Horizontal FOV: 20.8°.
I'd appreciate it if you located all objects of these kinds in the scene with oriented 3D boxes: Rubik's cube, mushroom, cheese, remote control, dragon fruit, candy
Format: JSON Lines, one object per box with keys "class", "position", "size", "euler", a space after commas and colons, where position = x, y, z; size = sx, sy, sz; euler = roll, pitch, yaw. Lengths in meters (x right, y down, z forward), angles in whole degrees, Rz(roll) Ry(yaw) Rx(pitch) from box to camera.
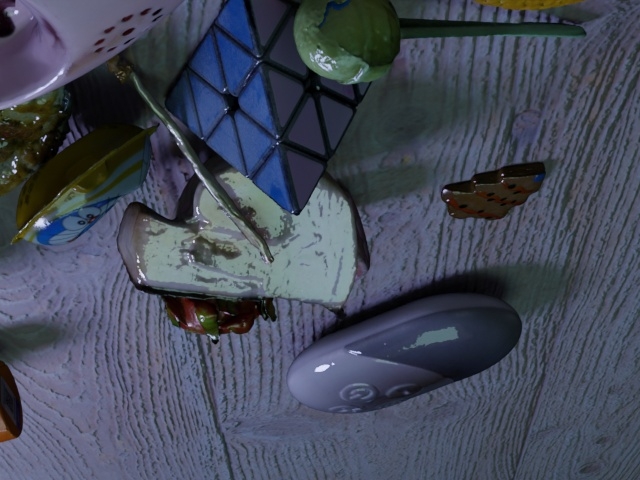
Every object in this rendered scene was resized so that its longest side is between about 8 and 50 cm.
{"class": "Rubik's cube", "position": [-0.045, -0.114, 1.542], "size": [0.211, 0.178, 0.190], "euler": [-15, 154, 6]}
{"class": "mushroom", "position": [-0.080, -0.044, 1.775], "size": [0.236, 0.162, 0.173], "euler": [7, 117, -17]}
{"class": "mushroom", "position": [-0.118, -0.075, 1.641], "size": [0.026, 0.028, 0.286], "euler": [-5, 137, 35]}
{"class": "cheese", "position": [-0.227, -0.050, 1.664], "size": [0.177, 0.069, 0.270], "euler": [-40, -177, -12]}
{"class": "remote control", "position": [0.109, 0.152, 2.316], "size": [0.332, 0.103, 0.221], "euler": [-25, 156, 24]}
{"class": "dragon fruit", "position": [-0.106, 0.042, 1.932], "size": [0.142, 0.138, 0.175], "euler": [26, 146, 0]}
{"class": "candy", "position": [0.119, -0.190, 1.577], "size": [0.335, 0.092, 0.093], "euler": [-5, -170, -35]}

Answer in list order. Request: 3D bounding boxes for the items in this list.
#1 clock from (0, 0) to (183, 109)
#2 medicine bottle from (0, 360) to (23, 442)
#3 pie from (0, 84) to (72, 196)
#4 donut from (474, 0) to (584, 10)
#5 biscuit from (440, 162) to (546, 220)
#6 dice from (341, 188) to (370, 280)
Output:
{"class": "clock", "position": [-0.204, -0.236, 1.079], "size": [0.376, 0.250, 0.368], "euler": [-16, 157, 10]}
{"class": "medicine bottle", "position": [-0.514, 0.226, 2.120], "size": [0.288, 0.157, 0.157], "euler": [-14, 157, 5]}
{"class": "pie", "position": [-0.361, -0.102, 1.553], "size": [0.302, 0.067, 0.302], "euler": [-11, 157, -5]}
{"class": "donut", "position": [0.193, -0.282, 1.347], "size": [0.303, 0.110, 0.303], "euler": [-11, 158, -4]}
{"class": "biscuit", "position": [0.202, -0.055, 1.989], "size": [0.130, 0.019, 0.119], "euler": [-29, 152, 34]}
{"class": "dice", "position": [0.000, 0.000, 1.923], "size": [0.094, 0.093, 0.091], "euler": [-14, 157, 6]}
